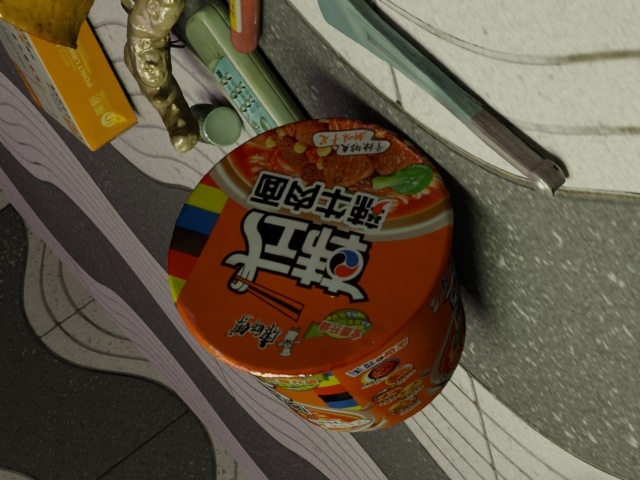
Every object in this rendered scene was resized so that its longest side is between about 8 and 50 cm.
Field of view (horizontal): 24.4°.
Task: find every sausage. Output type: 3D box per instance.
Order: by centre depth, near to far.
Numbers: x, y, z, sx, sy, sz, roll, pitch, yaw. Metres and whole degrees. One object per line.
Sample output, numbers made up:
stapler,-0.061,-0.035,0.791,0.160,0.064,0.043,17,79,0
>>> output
sausage,-0.067,-0.222,1.324,0.029,0.029,0.223,50,166,14

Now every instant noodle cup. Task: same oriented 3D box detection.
instant noodle cup,0.014,0.043,1.308,0.250,0.250,0.192,44,171,32

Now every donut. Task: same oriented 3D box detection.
donut,-0.365,-0.345,1.658,0.303,0.110,0.303,39,-170,-8

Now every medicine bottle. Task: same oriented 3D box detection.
medicine bottle,-0.124,-0.132,1.687,0.047,0.047,0.083,58,165,-19

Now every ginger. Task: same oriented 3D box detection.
ginger,-0.182,-0.224,1.568,0.149,0.065,0.258,50,156,46

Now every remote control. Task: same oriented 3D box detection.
remote control,-0.054,-0.134,1.479,0.233,0.038,0.098,53,167,-3

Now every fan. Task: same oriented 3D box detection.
fan,0.082,-0.122,1.102,0.282,0.023,0.057,43,154,36

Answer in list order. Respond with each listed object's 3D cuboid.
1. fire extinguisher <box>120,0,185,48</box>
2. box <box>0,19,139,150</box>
fire extinguisher,-0.197,-0.237,1.678,0.032,0.046,0.100,9,-145,-50
box,-0.380,-0.279,2.073,0.221,0.091,0.274,37,158,50
